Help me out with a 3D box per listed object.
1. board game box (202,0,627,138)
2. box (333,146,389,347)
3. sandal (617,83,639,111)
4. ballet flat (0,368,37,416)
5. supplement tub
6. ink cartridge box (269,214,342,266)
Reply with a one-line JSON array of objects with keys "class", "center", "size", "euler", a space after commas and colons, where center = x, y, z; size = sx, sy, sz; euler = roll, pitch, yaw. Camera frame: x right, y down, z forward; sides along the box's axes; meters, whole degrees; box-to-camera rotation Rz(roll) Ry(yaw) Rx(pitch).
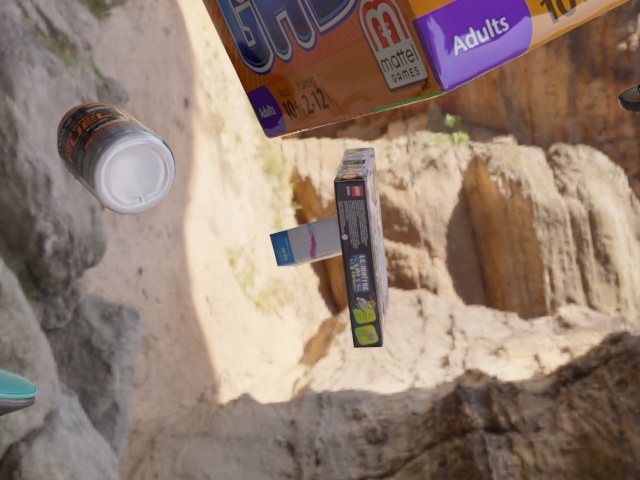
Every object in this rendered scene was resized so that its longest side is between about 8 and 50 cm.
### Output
[{"class": "board game box", "center": [0.084, -0.328, 0.638], "size": [0.357, 0.356, 0.356], "euler": [65, -18, -11]}, {"class": "box", "center": [0.051, 0.007, 0.916], "size": [0.114, 0.036, 0.207], "euler": [-70, 154, -65]}, {"class": "sandal", "center": [0.596, -0.263, 1.282], "size": [0.254, 0.097, 0.055], "euler": [-1, -63, 63]}, {"class": "ballet flat", "center": [-0.492, 0.192, 0.988], "size": [0.096, 0.095, 0.280], "euler": [-57, 142, 0]}, {"class": "supplement tub", "center": [-0.287, -0.120, 1.079], "size": [0.190, 0.117, 0.117], "euler": [34, -33, 47]}, {"class": "ink cartridge box", "center": [0.000, 0.000, 1.144], "size": [0.088, 0.122, 0.052], "euler": [6, 68, -74]}]
